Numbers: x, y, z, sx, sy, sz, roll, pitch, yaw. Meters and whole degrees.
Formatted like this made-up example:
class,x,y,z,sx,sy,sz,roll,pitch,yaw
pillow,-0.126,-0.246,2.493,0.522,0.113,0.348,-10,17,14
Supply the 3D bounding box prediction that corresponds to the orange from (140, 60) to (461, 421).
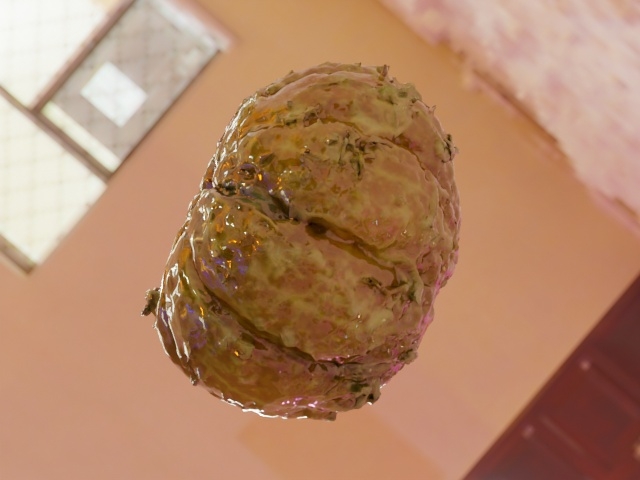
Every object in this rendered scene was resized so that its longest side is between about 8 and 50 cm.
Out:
class,x,y,z,sx,sy,sz,roll,pitch,yaw
orange,0.000,0.000,1.468,0.223,0.301,0.300,24,175,-13
